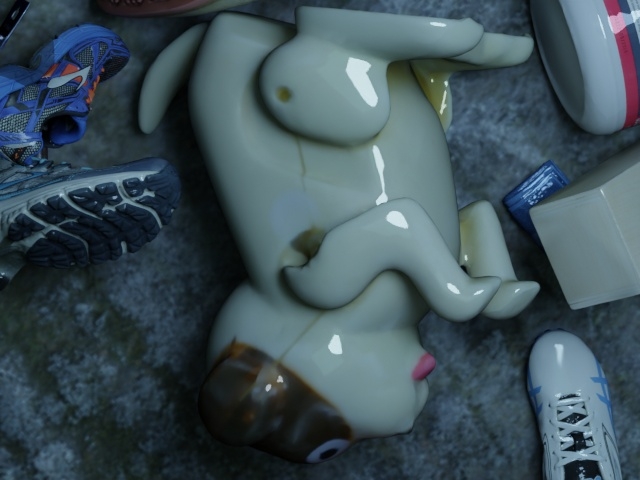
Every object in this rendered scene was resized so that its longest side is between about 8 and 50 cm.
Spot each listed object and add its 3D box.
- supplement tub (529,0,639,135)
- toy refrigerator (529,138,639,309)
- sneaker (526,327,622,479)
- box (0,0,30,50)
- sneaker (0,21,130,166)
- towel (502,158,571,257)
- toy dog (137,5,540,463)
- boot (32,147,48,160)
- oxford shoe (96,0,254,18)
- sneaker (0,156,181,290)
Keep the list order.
[{"bbox_3d":[0.347,-0.223,1.472,0.272,0.191,0.191,-17,95,-2],"label":"supplement tub"},{"bbox_3d":[0.312,-0.038,1.462,0.269,0.094,0.102,-30,98,-44],"label":"toy refrigerator"},{"bbox_3d":[0.255,0.204,1.551,0.085,0.086,0.237,-10,93,-2],"label":"sneaker"},{"bbox_3d":[-0.346,-0.136,1.457,0.036,0.136,0.225,34,90,-18],"label":"box"},{"bbox_3d":[-0.242,-0.127,1.443,0.087,0.221,0.083,43,132,4],"label":"sneaker"},{"bbox_3d":[0.240,-0.016,1.561,0.067,0.029,0.119,-41,96,1],"label":"towel"},{"bbox_3d":[0.000,0.000,1.426,0.395,0.284,0.408,5,94,11],"label":"toy dog"},{"bbox_3d":[-0.307,-0.049,1.519,0.106,0.037,0.114,-10,91,0],"label":"boot"},{"bbox_3d":[-0.041,-0.261,1.411,0.146,0.397,0.140,17,72,-47],"label":"oxford shoe"},{"bbox_3d":[-0.264,-0.040,1.436,0.283,0.110,0.122,-16,56,12],"label":"sneaker"}]
